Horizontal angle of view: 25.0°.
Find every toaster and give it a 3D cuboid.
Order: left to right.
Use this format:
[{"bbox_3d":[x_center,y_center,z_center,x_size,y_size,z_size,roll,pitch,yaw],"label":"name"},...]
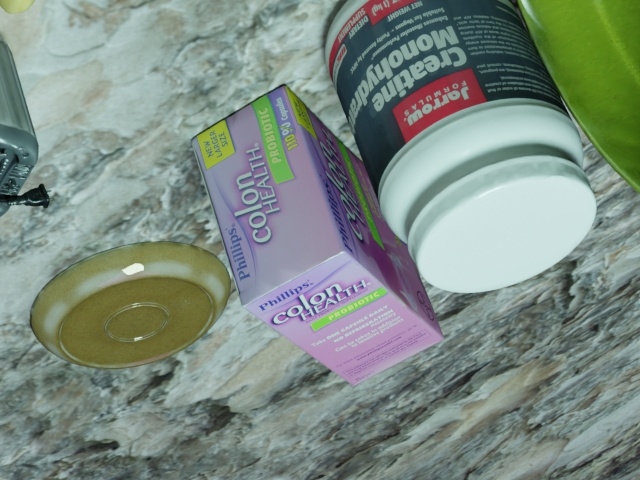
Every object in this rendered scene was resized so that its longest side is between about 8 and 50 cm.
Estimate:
[{"bbox_3d":[-0.336,-0.107,1.219,0.227,0.146,0.129,7,139,-33],"label":"toaster"}]

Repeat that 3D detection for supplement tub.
[{"bbox_3d":[0.127,-0.109,1.338,0.191,0.272,0.191,-13,146,-9],"label":"supplement tub"}]

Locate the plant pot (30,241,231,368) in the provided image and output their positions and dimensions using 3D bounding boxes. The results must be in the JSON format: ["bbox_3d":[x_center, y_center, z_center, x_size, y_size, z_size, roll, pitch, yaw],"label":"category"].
[{"bbox_3d":[-0.214,0.085,1.666,0.236,0.032,0.236,-14,146,-10],"label":"plant pot"}]

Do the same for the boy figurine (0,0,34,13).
[{"bbox_3d":[-0.215,-0.290,1.070,0.177,0.092,0.285,-9,146,-16],"label":"boy figurine"}]

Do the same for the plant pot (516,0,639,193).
[{"bbox_3d":[0.396,-0.257,1.233,0.353,0.366,0.366,-27,148,-9],"label":"plant pot"}]

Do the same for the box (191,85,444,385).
[{"bbox_3d":[0.000,0.000,1.485,0.117,0.213,0.243,-29,145,15],"label":"box"}]
